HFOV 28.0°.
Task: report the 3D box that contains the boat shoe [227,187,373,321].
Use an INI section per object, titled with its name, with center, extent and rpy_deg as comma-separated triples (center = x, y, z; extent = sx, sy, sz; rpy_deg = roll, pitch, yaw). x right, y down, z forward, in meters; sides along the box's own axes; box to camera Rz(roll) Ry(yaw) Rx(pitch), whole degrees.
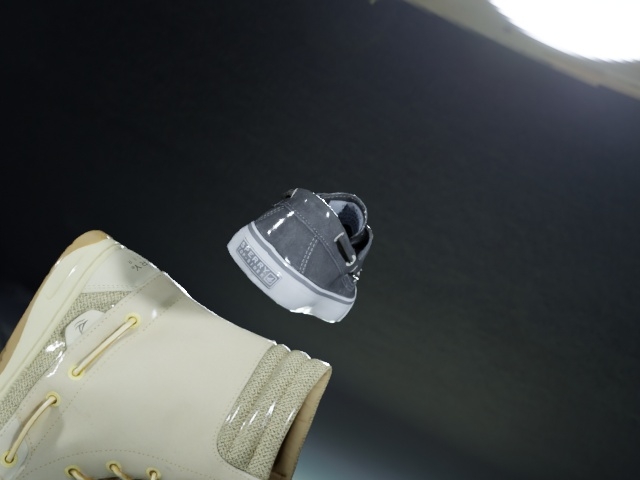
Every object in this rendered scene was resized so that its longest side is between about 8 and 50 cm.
[boat shoe]
center = 0.000, 0.000, 0.856
extent = 0.080, 0.076, 0.228
rpy_deg = 46, 5, 12

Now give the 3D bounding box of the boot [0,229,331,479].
[boot]
center = -0.129, 0.151, 0.837
extent = 0.203, 0.262, 0.095
rpy_deg = 28, -4, 10
